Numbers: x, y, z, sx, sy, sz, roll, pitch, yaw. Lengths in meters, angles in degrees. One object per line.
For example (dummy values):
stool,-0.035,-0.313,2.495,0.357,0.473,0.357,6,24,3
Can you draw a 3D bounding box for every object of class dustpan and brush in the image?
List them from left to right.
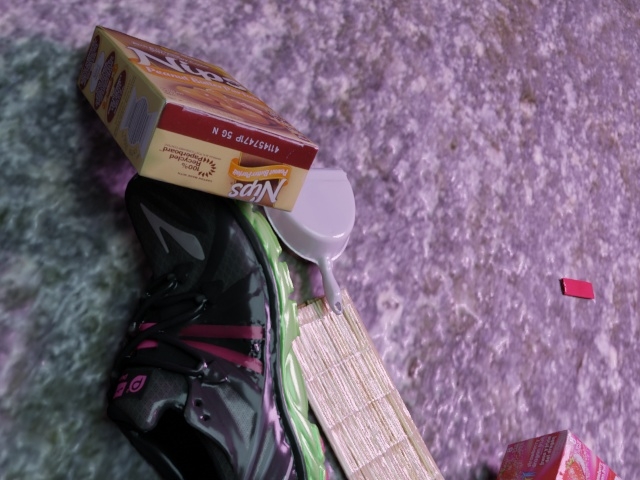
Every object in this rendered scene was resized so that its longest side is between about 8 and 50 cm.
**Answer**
dustpan and brush,0.000,0.000,1.168,0.147,0.060,0.211,-3,57,-33

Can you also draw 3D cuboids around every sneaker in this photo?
sneaker,-0.137,0.123,0.924,0.202,0.185,0.483,-5,69,-37

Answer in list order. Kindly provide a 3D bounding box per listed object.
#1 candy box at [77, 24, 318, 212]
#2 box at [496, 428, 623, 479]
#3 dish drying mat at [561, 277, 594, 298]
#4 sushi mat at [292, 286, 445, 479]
candy box,-0.155,-0.148,0.979,0.182,0.088,0.316,14,19,-33
box,0.299,0.399,1.125,0.128,0.122,0.257,43,49,-14
dish drying mat,0.464,0.087,1.522,0.083,0.008,0.032,10,64,-35
sushi mat,0.054,0.222,1.132,0.151,0.019,0.317,-24,85,-41
